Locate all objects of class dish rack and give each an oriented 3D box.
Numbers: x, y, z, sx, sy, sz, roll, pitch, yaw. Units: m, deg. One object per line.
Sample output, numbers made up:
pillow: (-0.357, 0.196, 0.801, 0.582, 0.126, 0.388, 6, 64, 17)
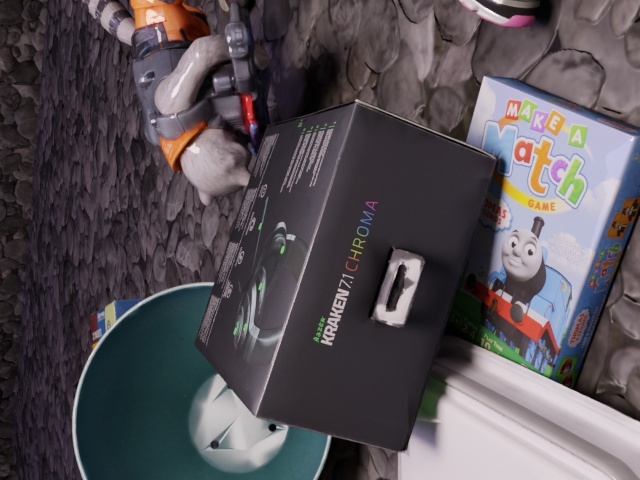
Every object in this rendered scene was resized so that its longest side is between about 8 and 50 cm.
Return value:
dish rack: (0.142, 0.265, 0.595, 0.285, 0.072, 0.332, 21, 118, 57)

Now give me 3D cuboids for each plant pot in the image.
plant pot: (-0.118, 0.211, 0.923, 0.195, 0.290, 0.290, 63, -164, -74)

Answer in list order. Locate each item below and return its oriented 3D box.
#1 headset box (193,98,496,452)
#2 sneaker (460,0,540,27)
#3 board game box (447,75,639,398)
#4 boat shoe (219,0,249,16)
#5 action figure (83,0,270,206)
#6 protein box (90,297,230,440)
headset box: (0.007, 0.022, 0.679, 0.283, 0.131, 0.246, 9, 81, 71)
sneaker: (0.138, -0.247, 0.617, 0.075, 0.063, 0.170, 121, 142, -52)
board game box: (0.164, -0.007, 0.610, 0.160, 0.039, 0.211, 42, 126, 51)
boat shoe: (-0.125, -0.393, 1.084, 0.049, 0.056, 0.152, -26, 79, 53)
action figure: (-0.156, -0.186, 0.886, 0.341, 0.179, 0.330, 83, 165, -71)
protein box: (-0.207, 0.186, 1.098, 0.136, 0.201, 0.199, -25, 69, 58)
